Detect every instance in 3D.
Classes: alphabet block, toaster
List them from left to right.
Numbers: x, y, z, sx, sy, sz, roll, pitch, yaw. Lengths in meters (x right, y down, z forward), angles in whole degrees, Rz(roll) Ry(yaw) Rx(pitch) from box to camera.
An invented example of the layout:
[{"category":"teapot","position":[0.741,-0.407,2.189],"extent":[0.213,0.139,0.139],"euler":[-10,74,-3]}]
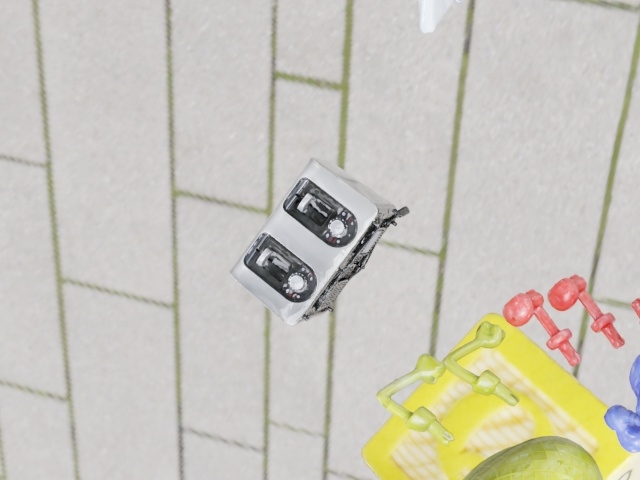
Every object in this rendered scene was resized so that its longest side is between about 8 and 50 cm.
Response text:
[{"category":"toaster","position":[0.000,0.000,1.458],"extent":[0.110,0.186,0.168],"euler":[38,99,9]},{"category":"alphabet block","position":[0.188,0.215,1.194],"extent":[0.193,0.192,0.197],"euler":[41,178,31]}]

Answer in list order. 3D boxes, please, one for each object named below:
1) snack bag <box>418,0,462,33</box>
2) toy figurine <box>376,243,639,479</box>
[{"category":"snack bag","position":[0.156,-0.438,1.491],"extent":[0.037,0.342,0.323],"euler":[8,126,17]},{"category":"toy figurine","position":[0.246,0.066,0.885],"extent":[0.191,0.363,0.217],"euler":[57,141,17]}]
